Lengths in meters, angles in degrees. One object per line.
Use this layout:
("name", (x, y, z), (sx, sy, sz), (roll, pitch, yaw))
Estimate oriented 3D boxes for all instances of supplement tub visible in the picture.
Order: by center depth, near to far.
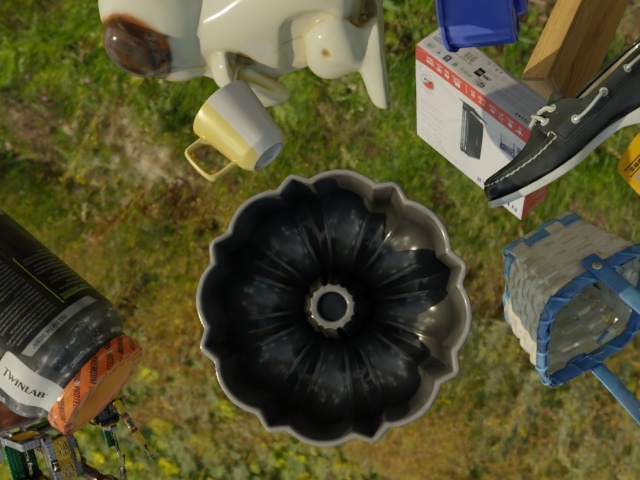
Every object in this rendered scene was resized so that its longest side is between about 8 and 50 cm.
("supplement tub", (-0.440, 0.114, 1.239), (0.338, 0.207, 0.207), (39, 154, 8))

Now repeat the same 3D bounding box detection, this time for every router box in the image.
("router box", (0.345, -0.245, 1.785), (0.335, 0.082, 0.301), (44, 163, 28))

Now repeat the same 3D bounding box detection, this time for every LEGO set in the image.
("LEGO set", (-0.390, 0.416, 1.420), (0.255, 0.331, 0.192), (-7, 177, -32))

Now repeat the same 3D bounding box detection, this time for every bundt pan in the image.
("bundt pan", (0.018, 0.082, 1.052), (0.330, 0.331, 0.124), (20, 178, 5))

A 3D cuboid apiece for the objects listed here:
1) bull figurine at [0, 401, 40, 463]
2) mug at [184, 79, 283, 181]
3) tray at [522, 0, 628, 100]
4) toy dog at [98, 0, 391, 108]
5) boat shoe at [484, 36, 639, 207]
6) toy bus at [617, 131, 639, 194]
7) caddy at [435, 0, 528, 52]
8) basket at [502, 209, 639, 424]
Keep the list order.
("bull figurine", (-0.564, 0.306, 1.535), (0.188, 0.310, 0.101), (87, 157, -54))
("mug", (-0.070, -0.088, 0.730), (0.064, 0.062, 0.078), (46, 112, 11))
("tray", (0.645, -0.505, 2.109), (0.076, 0.411, 0.203), (12, 157, 43))
("toy dog", (-0.119, -0.338, 1.229), (0.407, 0.285, 0.395), (-7, 165, 10))
("boat shoe", (0.322, -0.152, 1.081), (0.091, 0.302, 0.114), (56, 171, -6))
("toy bus", (0.675, -0.213, 1.471), (0.108, 0.130, 0.333), (24, 117, -30))
("caddy", (0.268, -0.504, 1.510), (0.179, 0.241, 0.341), (5, 133, 22))
("basket", (0.390, 0.112, 1.177), (0.289, 0.201, 0.255), (57, 168, 37))
